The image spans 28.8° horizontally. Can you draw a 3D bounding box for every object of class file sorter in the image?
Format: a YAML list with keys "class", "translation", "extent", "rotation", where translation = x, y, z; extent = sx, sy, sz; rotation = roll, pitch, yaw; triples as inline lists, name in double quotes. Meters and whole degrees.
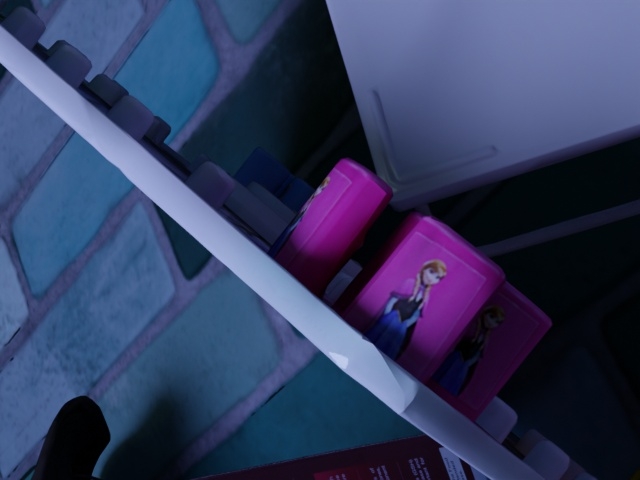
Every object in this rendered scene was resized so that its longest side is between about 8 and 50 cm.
- class: "file sorter"
  translation: [0.095, -0.152, 0.561]
  extent: [0.193, 0.173, 0.277]
  rotation: [-17, 75, 7]

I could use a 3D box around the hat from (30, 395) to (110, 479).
- class: "hat"
  translation: [-0.152, 0.273, 0.849]
  extent: [0.134, 0.331, 0.331]
  rotation: [18, 109, 1]

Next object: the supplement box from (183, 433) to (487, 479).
- class: "supplement box"
  translation: [-0.001, 0.182, 0.651]
  extent: [0.073, 0.239, 0.130]
  rotation: [-34, 66, 41]

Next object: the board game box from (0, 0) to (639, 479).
- class: "board game box"
  translation: [0.000, 0.000, 0.569]
  extent: [0.050, 0.390, 0.390]
  rotation: [-50, 52, 0]
